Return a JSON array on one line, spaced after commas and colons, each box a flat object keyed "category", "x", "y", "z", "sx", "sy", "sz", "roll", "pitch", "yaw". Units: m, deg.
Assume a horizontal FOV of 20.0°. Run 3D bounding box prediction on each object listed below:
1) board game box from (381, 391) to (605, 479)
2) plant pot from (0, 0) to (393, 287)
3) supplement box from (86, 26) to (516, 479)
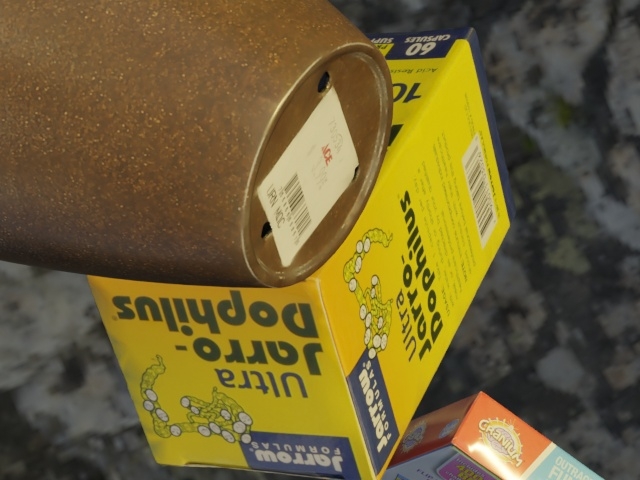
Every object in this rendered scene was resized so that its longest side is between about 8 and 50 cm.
[{"category": "board game box", "x": 0.176, "y": 0.275, "z": 1.862, "sx": 0.242, "sy": 0.064, "sz": 0.316, "roll": 36, "pitch": 155, "yaw": -9}, {"category": "plant pot", "x": -0.093, "y": -0.069, "z": 0.777, "sx": 0.230, "sy": 0.215, "sz": 0.215, "roll": 24, "pitch": 122, "yaw": 26}, {"category": "supplement box", "x": 0.000, "y": 0.000, "z": 1.439, "sx": 0.194, "sy": 0.356, "sz": 0.195, "roll": 1, "pitch": 126, "yaw": 26}]
